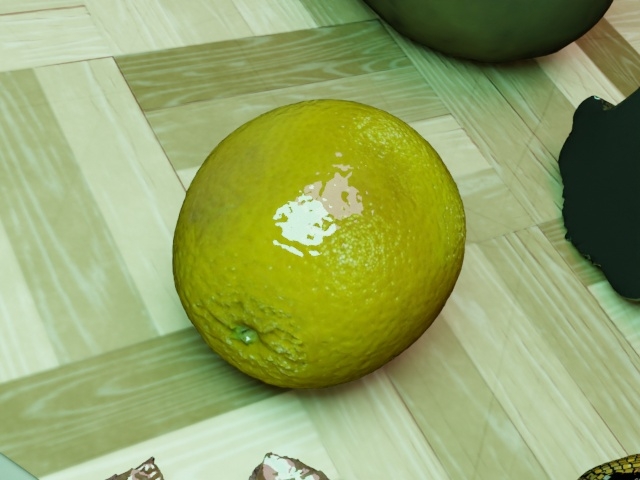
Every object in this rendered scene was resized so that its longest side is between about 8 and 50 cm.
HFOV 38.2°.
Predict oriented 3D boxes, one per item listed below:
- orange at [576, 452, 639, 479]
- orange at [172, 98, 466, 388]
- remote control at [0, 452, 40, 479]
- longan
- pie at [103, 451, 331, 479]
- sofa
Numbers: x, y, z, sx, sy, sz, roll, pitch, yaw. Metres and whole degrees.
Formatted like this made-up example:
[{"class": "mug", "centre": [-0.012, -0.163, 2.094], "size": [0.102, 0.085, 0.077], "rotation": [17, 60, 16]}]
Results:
[{"class": "orange", "centre": [0.249, 0.258, 0.620], "size": [0.234, 0.182, 0.234], "rotation": [5, 63, -9]}, {"class": "orange", "centre": [0.000, 0.000, 0.723], "size": [0.236, 0.236, 0.236], "rotation": [9, 49, -11]}, {"class": "remote control", "centre": [-0.222, 0.171, 0.598], "size": [0.261, 0.029, 0.067], "rotation": [27, 60, 21]}, {"class": "longan", "centre": [0.168, -0.392, 1.034], "size": [0.404, 0.336, 0.404], "rotation": [43, 19, -19]}, {"class": "pie", "centre": [-0.063, 0.231, 0.614], "size": [0.219, 0.054, 0.204], "rotation": [-10, 55, -25]}, {"class": "sofa", "centre": [0.380, -0.035, 0.940], "size": [0.200, 0.182, 0.258], "rotation": [13, 46, -32]}]
